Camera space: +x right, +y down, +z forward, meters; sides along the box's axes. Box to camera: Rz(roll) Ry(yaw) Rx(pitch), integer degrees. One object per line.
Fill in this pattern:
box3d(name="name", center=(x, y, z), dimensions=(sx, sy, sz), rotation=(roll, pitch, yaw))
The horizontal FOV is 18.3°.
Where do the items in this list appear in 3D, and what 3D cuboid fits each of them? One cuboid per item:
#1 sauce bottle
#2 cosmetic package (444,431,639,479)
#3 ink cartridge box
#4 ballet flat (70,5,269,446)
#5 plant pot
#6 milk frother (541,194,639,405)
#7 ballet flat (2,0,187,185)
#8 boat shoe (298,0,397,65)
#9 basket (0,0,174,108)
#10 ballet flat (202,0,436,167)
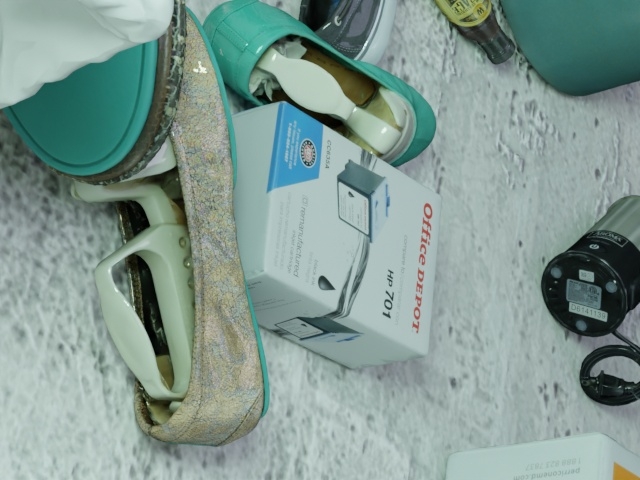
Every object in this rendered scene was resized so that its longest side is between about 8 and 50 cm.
box3d(name="sauce bottle", center=(0.127, -0.206, 1.729), dimensions=(0.128, 0.042, 0.042), rotation=(46, 48, -30))
box3d(name="cosmetic package", center=(0.200, 0.404, 1.550), dimensions=(0.230, 0.161, 0.453), rotation=(31, 58, -41))
box3d(name="ink cartridge box", center=(0.000, 0.000, 1.488), dimensions=(0.190, 0.082, 0.140), rotation=(27, 60, -42))
box3d(name="ballet flat", center=(-0.109, -0.012, 1.349), dimensions=(0.106, 0.107, 0.316), rotation=(-11, 87, -38))
box3d(name="plant pot", center=(0.322, -0.290, 1.810), dimensions=(0.293, 0.235, 0.293), rotation=(12, 76, -54))
box3d(name="milk frother", center=(0.276, 0.056, 1.807), dimensions=(0.134, 0.129, 0.143), rotation=(-36, 150, -48))
box3d(name="ballet flat", center=(-0.191, -0.280, 1.299), dimensions=(0.483, 0.164, 0.182), rotation=(67, 20, -9))
box3d(name="boat shoe", center=(0.022, -0.245, 1.595), dimensions=(0.076, 0.080, 0.229), rotation=(29, 66, -44))
box3d(name="basket", center=(-0.295, -0.221, 1.014), dimensions=(0.328, 0.331, 0.266), rotation=(25, 56, -45))
box3d(name="ballet flat", center=(0.011, -0.102, 1.519), dimensions=(0.247, 0.083, 0.087), rotation=(28, 14, -40))
